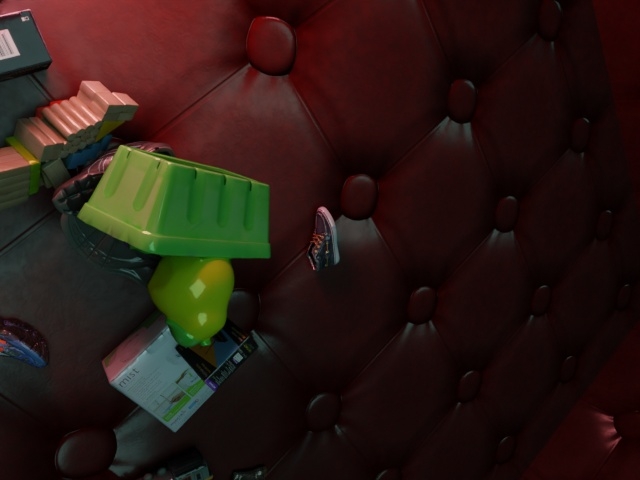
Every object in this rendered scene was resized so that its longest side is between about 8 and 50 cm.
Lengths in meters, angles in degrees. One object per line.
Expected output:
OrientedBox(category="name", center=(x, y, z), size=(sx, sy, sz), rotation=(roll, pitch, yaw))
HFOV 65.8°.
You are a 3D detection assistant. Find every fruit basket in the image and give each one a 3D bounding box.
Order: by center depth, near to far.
OrientedBox(category="fruit basket", center=(-0.287, 0.019, 1.051), size=(0.392, 0.282, 0.392), rotation=(-33, 134, -43))

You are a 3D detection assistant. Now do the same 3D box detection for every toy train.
OrientedBox(category="toy train", center=(-0.427, 0.695, 1.302), size=(0.333, 0.142, 0.190), rotation=(-14, 98, -27))

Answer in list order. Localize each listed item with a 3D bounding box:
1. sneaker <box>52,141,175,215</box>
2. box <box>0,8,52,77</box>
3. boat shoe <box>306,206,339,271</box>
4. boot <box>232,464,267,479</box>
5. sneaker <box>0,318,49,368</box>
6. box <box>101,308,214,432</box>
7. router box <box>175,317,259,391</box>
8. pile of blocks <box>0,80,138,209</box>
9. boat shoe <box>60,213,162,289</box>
OrientedBox(category="sneaker", center=(-0.445, -0.138, 1.063), size=(0.267, 0.106, 0.101), rotation=(-33, 137, -31))
OrientedBox(category="box", center=(-0.589, -0.343, 0.899), size=(0.156, 0.158, 0.093), rotation=(-27, 115, -24))
OrientedBox(category="boat shoe", center=(0.000, 0.000, 1.420), size=(0.083, 0.065, 0.184), rotation=(-24, 115, -27))
OrientedBox(category="boot", center=(-0.219, 0.741, 1.495), size=(0.114, 0.037, 0.107), rotation=(1, 89, -36))
OrientedBox(category="sneaker", center=(-0.681, 0.211, 1.048), size=(0.087, 0.083, 0.221), rotation=(-47, 118, 2))
OrientedBox(category="box", center=(-0.356, 0.295, 1.236), size=(0.262, 0.126, 0.231), rotation=(-46, 121, -14))
OrientedBox(category="router box", center=(-0.236, 0.242, 1.118), size=(0.133, 0.179, 0.046), rotation=(-45, 124, -18))
OrientedBox(category="pile of blocks", center=(-0.551, -0.204, 1.011), size=(0.112, 0.149, 0.362), rotation=(42, 63, 10))
OrientedBox(category="boat shoe", center=(-0.439, 0.020, 1.139), size=(0.320, 0.103, 0.118), rotation=(37, 93, -29))
